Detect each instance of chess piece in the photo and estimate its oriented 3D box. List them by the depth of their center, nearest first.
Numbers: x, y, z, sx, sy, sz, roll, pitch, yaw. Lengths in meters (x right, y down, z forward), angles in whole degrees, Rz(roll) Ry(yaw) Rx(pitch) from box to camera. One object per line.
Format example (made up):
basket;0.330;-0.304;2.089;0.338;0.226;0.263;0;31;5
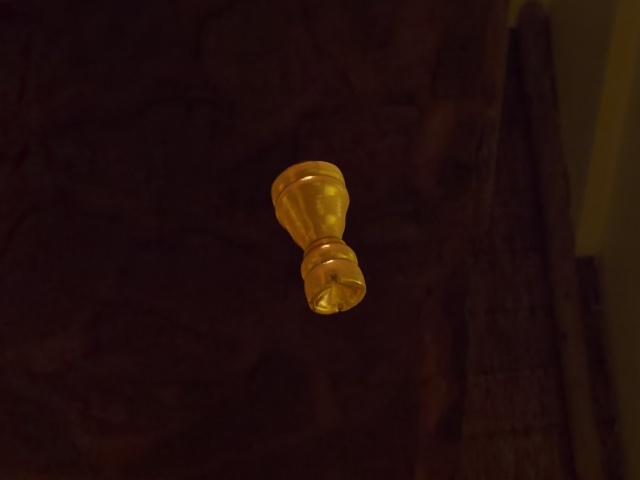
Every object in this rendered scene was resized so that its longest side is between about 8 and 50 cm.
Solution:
chess piece;0.000;0.000;0.960;0.066;0.066;0.122;-8;-124;-9
